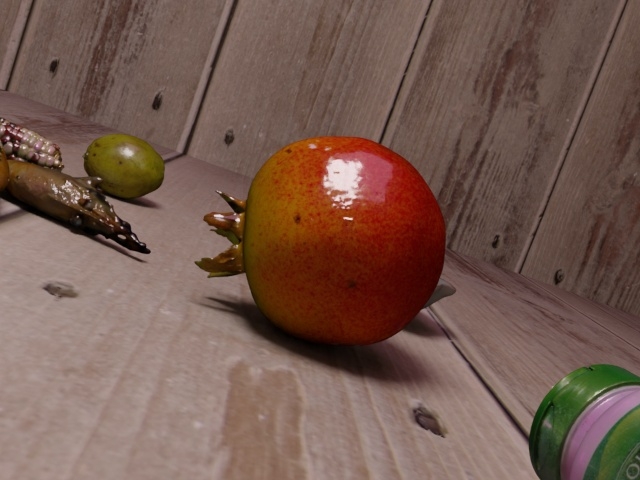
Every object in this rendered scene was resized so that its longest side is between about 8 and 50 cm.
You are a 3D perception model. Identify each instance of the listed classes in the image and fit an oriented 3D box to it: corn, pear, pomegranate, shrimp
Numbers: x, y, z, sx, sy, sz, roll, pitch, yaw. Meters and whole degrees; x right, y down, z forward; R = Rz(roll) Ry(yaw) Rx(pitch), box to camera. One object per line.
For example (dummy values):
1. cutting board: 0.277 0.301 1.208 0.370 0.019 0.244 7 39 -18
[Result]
1. corn: -0.478 -0.147 1.097 0.280 0.092 0.092 20 7 -12
2. pear: -0.313 -0.117 1.306 0.131 0.107 0.107 8 11 -19
3. pomegranate: 0.000 0.000 0.847 0.256 0.221 0.221 -4 7 2
4. shrimp: -0.288 -0.050 1.002 0.262 0.066 0.117 25 8 21

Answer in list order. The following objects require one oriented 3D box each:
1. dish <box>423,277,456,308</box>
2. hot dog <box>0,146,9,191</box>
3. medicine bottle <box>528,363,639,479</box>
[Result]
1. dish: 0.071 0.056 1.145 0.229 0.081 0.229 22 4 -2
2. hot dog: -0.386 -0.093 0.920 0.072 0.055 0.188 15 10 -30
3. medicine bottle: 0.246 0.174 0.499 0.133 0.133 0.274 17 7 -23
